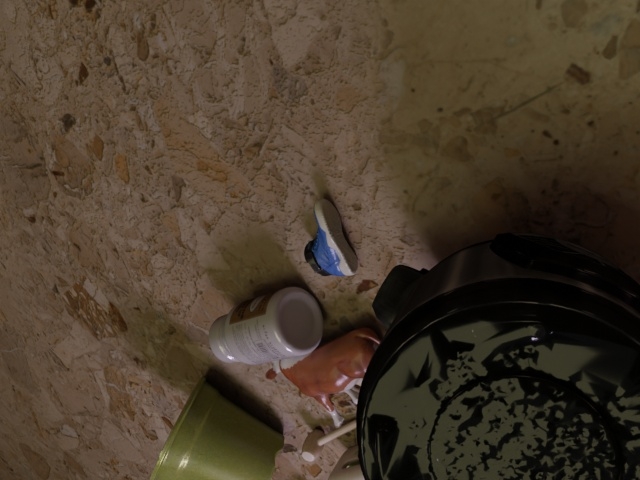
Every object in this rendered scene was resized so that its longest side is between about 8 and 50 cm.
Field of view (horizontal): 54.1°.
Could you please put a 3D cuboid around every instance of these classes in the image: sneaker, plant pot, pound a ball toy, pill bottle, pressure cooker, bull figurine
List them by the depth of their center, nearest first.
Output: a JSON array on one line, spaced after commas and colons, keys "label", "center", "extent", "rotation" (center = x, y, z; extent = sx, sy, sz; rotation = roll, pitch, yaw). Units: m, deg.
[{"label": "pressure cooker", "center": [0.251, 0.183, 0.816], "extent": [0.375, 0.420, 0.370], "rotation": [-17, 93, 19]}, {"label": "sneaker", "center": [0.000, 0.001, 1.076], "extent": [0.085, 0.058, 0.152], "rotation": [-9, 125, 29]}, {"label": "bull figurine", "center": [0.029, 0.265, 1.240], "extent": [0.188, 0.101, 0.310], "rotation": [46, 138, -12]}, {"label": "pill bottle", "center": [-0.115, 0.177, 1.242], "extent": [0.229, 0.131, 0.131], "rotation": [-21, 110, 43]}, {"label": "pound a ball toy", "center": [0.103, 0.491, 1.343], "extent": [0.208, 0.136, 0.319], "rotation": [47, 135, -7]}, {"label": "plant pot", "center": [-0.236, 0.509, 1.523], "extent": [0.254, 0.276, 0.276], "rotation": [26, 136, -1]}]
